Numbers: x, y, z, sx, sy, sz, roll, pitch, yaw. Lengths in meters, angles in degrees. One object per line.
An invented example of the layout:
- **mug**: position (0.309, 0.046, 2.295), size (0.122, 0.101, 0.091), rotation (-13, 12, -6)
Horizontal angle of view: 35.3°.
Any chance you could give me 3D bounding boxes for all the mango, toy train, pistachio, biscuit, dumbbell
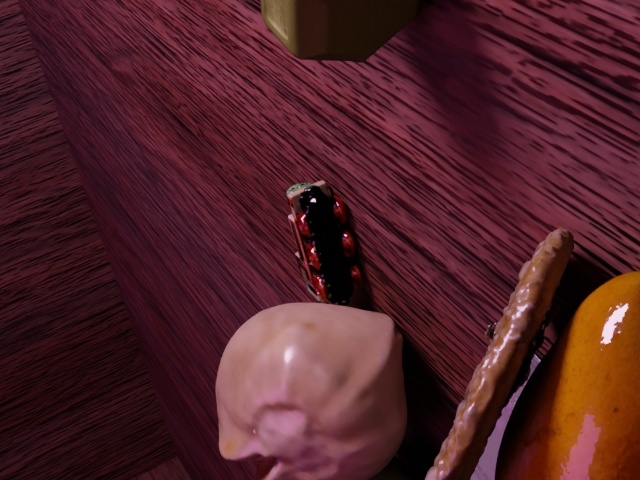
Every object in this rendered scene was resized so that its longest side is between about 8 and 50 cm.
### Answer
- **mango**: position (0.167, 0.112, 0.595), size (0.145, 0.112, 0.219), rotation (-70, -13, -52)
- **toy train**: position (0.000, 0.000, 1.037), size (0.087, 0.050, 0.138), rotation (39, 148, 60)
- **pistachio**: position (-0.013, 0.152, 1.033), size (0.193, 0.214, 0.318), rotation (49, 173, -7)
- **biscuit**: position (0.109, 0.093, 0.638), size (0.033, 0.220, 0.220), rotation (25, 149, 13)
- **dumbbell**: position (-0.042, -0.255, 0.737), size (0.302, 0.108, 0.121), rotation (55, 159, 30)

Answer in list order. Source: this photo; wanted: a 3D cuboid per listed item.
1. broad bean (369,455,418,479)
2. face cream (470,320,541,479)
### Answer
- **broad bean**: position (0.087, 0.300, 1.083), size (0.169, 0.100, 0.228), rotation (43, 170, -4)
- **face cream**: position (0.155, 0.217, 0.844), size (0.143, 0.089, 0.314), rotation (53, 150, 36)
